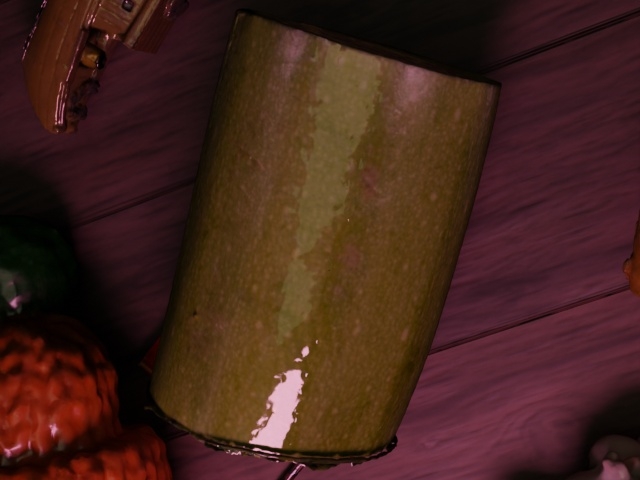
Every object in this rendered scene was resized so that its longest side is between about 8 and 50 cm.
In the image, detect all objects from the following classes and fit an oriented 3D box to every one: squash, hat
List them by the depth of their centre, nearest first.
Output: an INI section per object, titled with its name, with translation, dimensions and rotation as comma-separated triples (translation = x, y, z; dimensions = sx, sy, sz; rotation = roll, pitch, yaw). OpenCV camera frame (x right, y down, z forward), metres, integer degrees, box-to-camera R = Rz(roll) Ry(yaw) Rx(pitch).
[squash]
translation = 0.000, 0.000, 1.301
dimensions = 0.263, 0.263, 0.384
rotation = 17, 101, 10
[hat]
translation = -0.263, 0.172, 1.398
dimensions = 0.285, 0.285, 0.400
rotation = 1, 86, 12

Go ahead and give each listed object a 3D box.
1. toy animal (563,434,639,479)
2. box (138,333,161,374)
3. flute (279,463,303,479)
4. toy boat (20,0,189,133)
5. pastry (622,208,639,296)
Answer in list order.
[toy animal]
translation = 0.319, 0.268, 1.299
dimensions = 0.325, 0.208, 0.154
rotation = -36, 127, 6
[box]
translation = -0.148, 0.115, 1.468
dimensions = 0.051, 0.023, 0.082
rotation = 39, 103, 6
[flute]
translation = 0.026, 0.175, 1.444
dimensions = 0.014, 0.014, 0.269
rotation = 40, 104, 4
[toy boat]
translation = -0.196, -0.249, 1.393
dimensions = 0.121, 0.089, 0.321
rotation = 31, 101, 10
[pastry]
translation = 0.412, 0.023, 1.244
dimensions = 0.311, 0.162, 0.255
rotation = 42, 64, 1
